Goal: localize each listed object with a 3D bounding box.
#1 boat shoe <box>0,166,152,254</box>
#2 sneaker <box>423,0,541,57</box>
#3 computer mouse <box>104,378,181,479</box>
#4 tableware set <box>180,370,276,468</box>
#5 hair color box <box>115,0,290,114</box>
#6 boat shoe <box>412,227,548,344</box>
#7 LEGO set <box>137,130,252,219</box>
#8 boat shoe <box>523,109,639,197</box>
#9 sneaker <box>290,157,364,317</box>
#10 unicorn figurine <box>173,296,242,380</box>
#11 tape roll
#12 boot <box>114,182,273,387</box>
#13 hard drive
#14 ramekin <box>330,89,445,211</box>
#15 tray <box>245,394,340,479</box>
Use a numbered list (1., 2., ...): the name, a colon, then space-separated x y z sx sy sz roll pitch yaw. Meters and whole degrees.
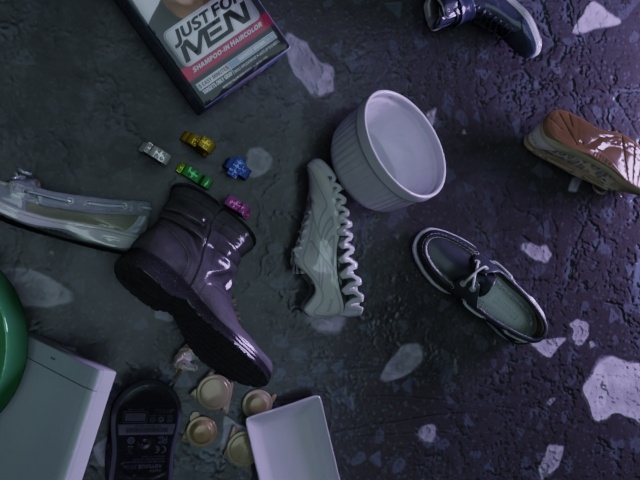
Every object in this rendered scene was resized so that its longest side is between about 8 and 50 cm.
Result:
1. boat shoe: -0.439 -0.061 1.471 0.320 0.118 0.103 17 80 -17
2. sneaker: 0.292 -0.403 1.650 0.163 0.086 0.226 -36 89 -22
3. computer mouse: -0.318 0.357 1.527 0.188 0.072 0.272 9 98 -21
4. tableware set: -0.162 0.319 1.588 0.168 0.020 0.141 24 87 -14
5. hair color box: -0.239 -0.422 1.513 0.185 0.113 0.374 -37 98 -11
6. boat shoe: 0.304 0.082 1.663 0.302 0.091 0.114 36 82 -12
7. LEGO set: -0.195 -0.131 1.536 0.227 0.093 0.087 32 83 -12
8. boat shoe: 0.530 -0.160 1.729 0.285 0.089 0.104 27 58 -15
9. sneaker: 0.000 0.000 1.586 0.118 0.110 0.292 -9 92 -5
10. unicorn figurine: -0.197 0.176 1.562 0.111 0.060 0.162 9 70 -16
11. tape roll: -0.622 0.160 1.389 0.321 0.077 0.321 0 88 7
12. boot: -0.163 0.070 1.512 0.338 0.118 0.223 49 49 -18
13. hard drive: -0.459 0.344 1.418 0.047 0.233 0.353 21 85 -49
14. ramekin: 0.112 -0.149 1.566 0.207 0.109 0.207 24 52 -36
15. tray: -0.041 0.422 1.603 0.145 0.030 0.270 -15 98 -16
